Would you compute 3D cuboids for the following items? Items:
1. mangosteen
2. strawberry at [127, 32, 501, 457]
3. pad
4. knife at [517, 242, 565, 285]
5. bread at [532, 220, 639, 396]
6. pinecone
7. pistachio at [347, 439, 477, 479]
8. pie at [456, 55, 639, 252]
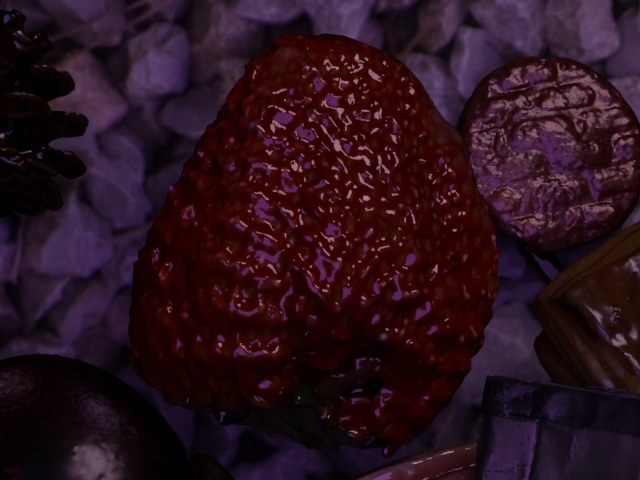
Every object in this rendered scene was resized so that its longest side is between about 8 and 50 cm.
[{"bbox_3d":[-0.207,0.238,1.545,0.293,0.297,0.297,-10,86,-2],"label":"mangosteen"},{"bbox_3d":[0.000,0.000,1.593,0.312,0.267,0.351,14,79,-23],"label":"strawberry"},{"bbox_3d":[0.228,0.200,1.459,0.233,0.022,0.174,5,79,20],"label":"pad"},{"bbox_3d":[0.190,-0.003,1.708,0.045,0.021,0.222,-43,85,-4],"label":"knife"},{"bbox_3d":[0.342,0.138,1.589,0.277,0.167,0.324,-29,68,-30],"label":"bread"},{"bbox_3d":[-0.296,-0.111,1.617,0.208,0.208,0.207,0,86,-2],"label":"pinecone"},{"bbox_3d":[0.088,0.280,1.580,0.309,0.230,0.230,-24,87,-1],"label":"pistachio"},{"bbox_3d":[0.206,-0.078,1.690,0.182,0.049,0.182,2,75,-8],"label":"pie"}]
